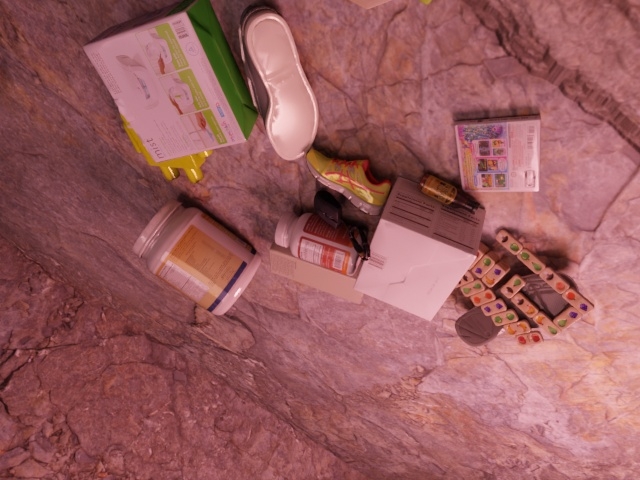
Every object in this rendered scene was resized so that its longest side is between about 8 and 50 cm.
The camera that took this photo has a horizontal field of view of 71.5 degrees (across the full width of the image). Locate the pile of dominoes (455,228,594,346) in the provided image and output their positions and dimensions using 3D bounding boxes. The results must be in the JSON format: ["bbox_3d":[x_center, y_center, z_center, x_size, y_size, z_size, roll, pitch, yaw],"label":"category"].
[{"bbox_3d":[0.415,0.116,0.969,0.251,0.040,0.196,46,133,20],"label":"pile of dominoes"}]

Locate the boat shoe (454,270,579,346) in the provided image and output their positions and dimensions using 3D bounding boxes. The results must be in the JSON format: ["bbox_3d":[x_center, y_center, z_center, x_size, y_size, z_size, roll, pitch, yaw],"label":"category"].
[{"bbox_3d":[0.458,0.155,1.051,0.118,0.103,0.320,53,137,12],"label":"boat shoe"}]

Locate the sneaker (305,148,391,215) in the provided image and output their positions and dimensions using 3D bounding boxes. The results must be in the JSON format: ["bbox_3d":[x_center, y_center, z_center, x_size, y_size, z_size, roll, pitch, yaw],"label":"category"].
[{"bbox_3d":[0.064,-0.147,0.969,0.208,0.081,0.094,34,119,2],"label":"sneaker"}]

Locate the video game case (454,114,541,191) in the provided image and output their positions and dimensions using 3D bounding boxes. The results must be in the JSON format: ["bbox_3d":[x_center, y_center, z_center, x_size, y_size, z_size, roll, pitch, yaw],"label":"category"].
[{"bbox_3d":[0.332,-0.157,0.833,0.143,0.019,0.157,4,136,29],"label":"video game case"}]

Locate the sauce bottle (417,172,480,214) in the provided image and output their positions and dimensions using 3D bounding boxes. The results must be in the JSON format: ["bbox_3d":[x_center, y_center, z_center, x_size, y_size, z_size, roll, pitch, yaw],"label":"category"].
[{"bbox_3d":[0.264,-0.094,0.912,0.128,0.042,0.042,28,143,15],"label":"sauce bottle"}]

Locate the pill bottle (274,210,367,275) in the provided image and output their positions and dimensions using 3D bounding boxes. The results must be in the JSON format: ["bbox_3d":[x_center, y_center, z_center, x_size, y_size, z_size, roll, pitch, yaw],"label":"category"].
[{"bbox_3d":[0.000,0.000,1.126,0.215,0.121,0.121,19,141,13],"label":"pill bottle"}]

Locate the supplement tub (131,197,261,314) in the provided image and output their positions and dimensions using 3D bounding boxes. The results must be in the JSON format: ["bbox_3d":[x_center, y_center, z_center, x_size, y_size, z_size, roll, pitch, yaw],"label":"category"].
[{"bbox_3d":[-0.358,0.046,1.307,0.316,0.228,0.228,37,141,-10],"label":"supplement tub"}]

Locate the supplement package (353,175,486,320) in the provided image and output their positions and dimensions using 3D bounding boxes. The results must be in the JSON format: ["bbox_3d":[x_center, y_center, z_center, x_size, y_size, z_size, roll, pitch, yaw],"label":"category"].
[{"bbox_3d":[0.213,0.025,1.004,0.203,0.145,0.262,23,140,7],"label":"supplement package"}]

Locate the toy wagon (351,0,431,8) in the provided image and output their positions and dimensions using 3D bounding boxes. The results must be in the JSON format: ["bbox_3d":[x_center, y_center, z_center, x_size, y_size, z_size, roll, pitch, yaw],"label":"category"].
[{"bbox_3d":[0.088,-0.490,0.572,0.267,0.068,0.344,29,141,-1],"label":"toy wagon"}]

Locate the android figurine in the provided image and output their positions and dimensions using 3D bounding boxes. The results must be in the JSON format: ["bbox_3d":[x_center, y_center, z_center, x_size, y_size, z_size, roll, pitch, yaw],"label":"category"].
[{"bbox_3d":[-0.395,-0.266,1.120,0.247,0.056,0.273,7,138,25],"label":"android figurine"}]

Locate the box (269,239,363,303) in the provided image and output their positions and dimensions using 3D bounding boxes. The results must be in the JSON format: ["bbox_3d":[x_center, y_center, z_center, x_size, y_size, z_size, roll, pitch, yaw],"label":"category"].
[{"bbox_3d":[0.001,0.067,1.221,0.274,0.094,0.113,19,141,11],"label":"box"}]

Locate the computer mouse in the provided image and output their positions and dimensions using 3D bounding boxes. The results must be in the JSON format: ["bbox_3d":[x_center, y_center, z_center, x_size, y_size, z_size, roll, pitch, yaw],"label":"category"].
[{"bbox_3d":[0.041,-0.036,1.011,0.242,0.041,0.071,53,144,43],"label":"computer mouse"}]

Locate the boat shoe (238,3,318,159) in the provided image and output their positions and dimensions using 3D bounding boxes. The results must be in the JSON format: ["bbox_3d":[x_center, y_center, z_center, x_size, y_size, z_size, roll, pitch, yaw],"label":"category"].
[{"bbox_3d":[-0.084,-0.305,0.885,0.099,0.116,0.320,57,169,39],"label":"boat shoe"}]

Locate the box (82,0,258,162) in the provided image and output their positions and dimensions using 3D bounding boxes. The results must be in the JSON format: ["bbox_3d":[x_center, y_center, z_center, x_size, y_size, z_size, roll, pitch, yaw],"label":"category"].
[{"bbox_3d":[-0.289,-0.314,0.902,0.230,0.127,0.262,-9,130,18],"label":"box"}]
